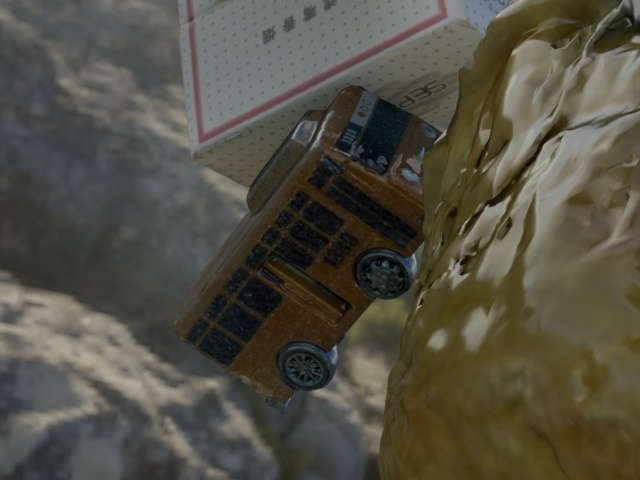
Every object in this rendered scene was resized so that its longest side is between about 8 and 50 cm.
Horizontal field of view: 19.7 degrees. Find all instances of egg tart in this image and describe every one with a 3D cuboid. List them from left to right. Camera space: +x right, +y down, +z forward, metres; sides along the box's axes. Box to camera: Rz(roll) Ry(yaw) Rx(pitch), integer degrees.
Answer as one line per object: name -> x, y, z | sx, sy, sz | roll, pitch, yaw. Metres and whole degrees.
egg tart -> 0.143, 0.102, 0.614 | 0.178, 0.443, 0.443 | -17, 32, -34

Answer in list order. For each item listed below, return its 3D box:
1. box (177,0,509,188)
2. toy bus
box -> 0.009, -0.218, 1.174 | 0.210, 0.330, 0.095 | -24, -30, 32
toy bus -> 0.000, 0.000, 1.066 | 0.103, 0.182, 0.091 | 35, 34, -7
